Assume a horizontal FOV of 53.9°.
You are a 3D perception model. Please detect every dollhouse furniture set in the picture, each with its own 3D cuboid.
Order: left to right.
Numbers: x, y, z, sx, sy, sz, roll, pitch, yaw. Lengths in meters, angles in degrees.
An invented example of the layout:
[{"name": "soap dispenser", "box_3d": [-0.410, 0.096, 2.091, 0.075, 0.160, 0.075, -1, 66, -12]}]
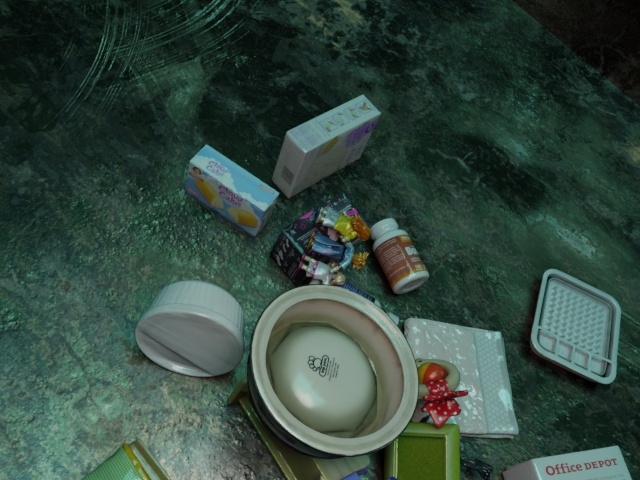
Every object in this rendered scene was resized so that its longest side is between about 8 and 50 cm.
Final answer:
[{"name": "dollhouse furniture set", "box_3d": [-0.397, 0.589, 1.374, 0.198, 0.151, 0.301, -36, 74, -31]}]

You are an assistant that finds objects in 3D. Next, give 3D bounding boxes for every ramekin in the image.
[{"name": "ramekin", "box_3d": [-0.315, 0.214, 1.575, 0.273, 0.272, 0.127, 16, 44, -7]}]

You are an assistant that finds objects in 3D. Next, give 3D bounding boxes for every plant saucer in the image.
[{"name": "plant saucer", "box_3d": [0.245, 0.541, 1.542, 0.189, 0.045, 0.188, -2, 68, 16]}]

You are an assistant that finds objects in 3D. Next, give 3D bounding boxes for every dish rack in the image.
[{"name": "dish rack", "box_3d": [0.797, 0.275, 1.990, 0.286, 0.072, 0.332, 25, 55, 0]}]

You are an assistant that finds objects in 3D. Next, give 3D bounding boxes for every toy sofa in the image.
[{"name": "toy sofa", "box_3d": [-0.057, 0.475, 1.552, 0.177, 0.150, 0.362, -22, 68, -37]}]

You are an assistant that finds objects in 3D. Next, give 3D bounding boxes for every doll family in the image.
[{"name": "doll family", "box_3d": [0.052, 0.007, 1.702, 0.163, 0.118, 0.262, 23, 58, -8]}]

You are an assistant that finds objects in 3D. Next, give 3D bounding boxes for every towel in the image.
[{"name": "towel", "box_3d": [0.398, 0.393, 1.805, 0.317, 0.053, 0.331, 8, 56, -12]}]

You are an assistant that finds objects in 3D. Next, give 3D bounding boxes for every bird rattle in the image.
[{"name": "bird rattle", "box_3d": [0.276, 0.367, 1.640, 0.207, 0.254, 0.143, -33, 108, -45]}]

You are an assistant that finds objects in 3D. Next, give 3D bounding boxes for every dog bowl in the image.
[{"name": "dog bowl", "box_3d": [0.013, 0.311, 1.448, 0.408, 0.150, 0.407, 13, 52, -18]}]

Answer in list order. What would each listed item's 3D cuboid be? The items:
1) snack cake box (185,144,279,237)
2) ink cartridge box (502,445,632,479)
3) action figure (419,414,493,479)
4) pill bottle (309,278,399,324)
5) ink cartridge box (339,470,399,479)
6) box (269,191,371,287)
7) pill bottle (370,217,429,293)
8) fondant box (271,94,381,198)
[{"name": "snack cake box", "box_3d": [-0.266, -0.144, 1.869, 0.264, 0.152, 0.089, 34, 56, 5]}, {"name": "ink cartridge box", "box_3d": [0.676, 0.750, 1.600, 0.286, 0.166, 0.394, -1, 59, -19]}, {"name": "action figure", "box_3d": [0.308, 0.559, 1.614, 0.276, 0.141, 0.164, 31, 87, -2]}, {"name": "pill bottle", "box_3d": [0.075, 0.203, 1.759, 0.265, 0.153, 0.153, 29, 55, 2]}, {"name": "ink cartridge box", "box_3d": [0.128, 0.710, 1.360, 0.270, 0.151, 0.395, -24, 93, -17]}, {"name": "box", "box_3d": [0.000, 0.000, 1.856, 0.247, 0.163, 0.142, -33, 77, -31]}, {"name": "pill bottle", "box_3d": [0.234, 0.045, 1.926, 0.121, 0.121, 0.216, -14, 65, -24]}, {"name": "fondant box", "box_3d": [0.017, -0.299, 2.000, 0.330, 0.238, 0.096, -33, 73, -31]}]
